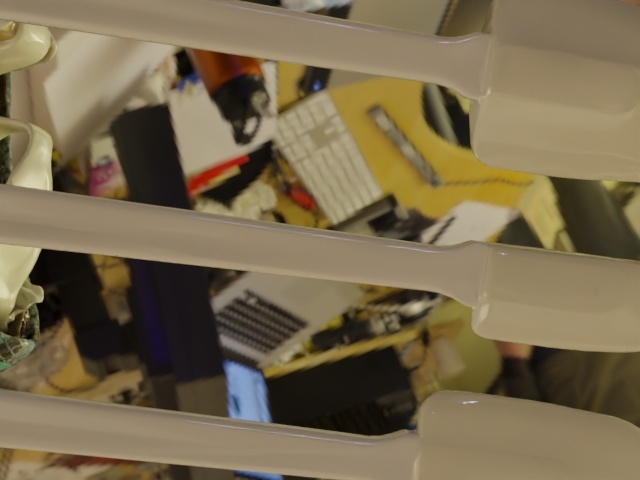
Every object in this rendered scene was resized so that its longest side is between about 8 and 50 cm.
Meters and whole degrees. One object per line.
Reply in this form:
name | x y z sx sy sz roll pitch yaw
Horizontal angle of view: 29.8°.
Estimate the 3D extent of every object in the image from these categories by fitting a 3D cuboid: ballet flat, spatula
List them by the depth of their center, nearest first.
spatula | 0.000 0.000 0.347 0.242 0.168 0.019 8 -175 -6
ballet flat | -0.115 -0.043 0.393 0.070 0.188 0.070 -5 168 -1
